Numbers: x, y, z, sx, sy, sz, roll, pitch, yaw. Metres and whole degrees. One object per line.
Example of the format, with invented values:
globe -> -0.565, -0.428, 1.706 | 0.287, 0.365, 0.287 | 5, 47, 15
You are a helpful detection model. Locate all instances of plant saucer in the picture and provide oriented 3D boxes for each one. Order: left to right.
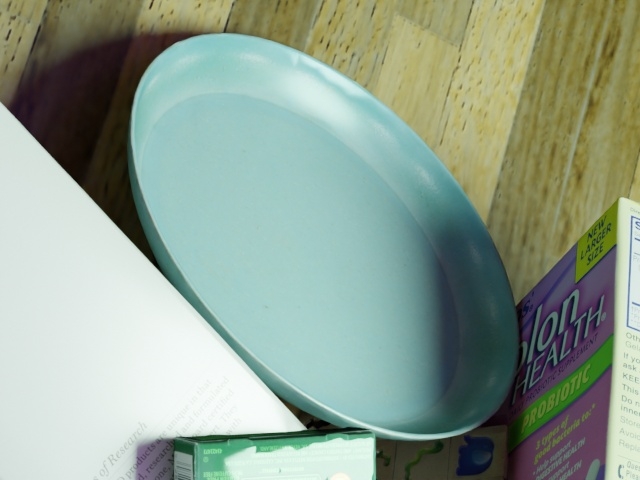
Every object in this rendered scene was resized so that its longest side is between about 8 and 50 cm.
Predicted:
plant saucer -> 0.000, 0.000, 1.032 | 0.317, 0.044, 0.317 | 28, 39, -25

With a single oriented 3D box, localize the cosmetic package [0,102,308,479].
cosmetic package -> -0.162, 0.084, 0.925 | 0.365, 0.197, 0.155 | 47, 68, -16

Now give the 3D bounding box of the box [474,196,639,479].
box -> 0.186, 0.137, 1.030 | 0.117, 0.213, 0.243 | 22, 51, -12

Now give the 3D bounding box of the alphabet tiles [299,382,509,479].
alphabet tiles -> 0.025, 0.201, 1.018 | 0.009, 0.198, 0.237 | 53, 35, -42

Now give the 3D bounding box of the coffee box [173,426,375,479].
coffee box -> -0.025, 0.197, 0.857 | 0.113, 0.040, 0.184 | 0, 88, -27
